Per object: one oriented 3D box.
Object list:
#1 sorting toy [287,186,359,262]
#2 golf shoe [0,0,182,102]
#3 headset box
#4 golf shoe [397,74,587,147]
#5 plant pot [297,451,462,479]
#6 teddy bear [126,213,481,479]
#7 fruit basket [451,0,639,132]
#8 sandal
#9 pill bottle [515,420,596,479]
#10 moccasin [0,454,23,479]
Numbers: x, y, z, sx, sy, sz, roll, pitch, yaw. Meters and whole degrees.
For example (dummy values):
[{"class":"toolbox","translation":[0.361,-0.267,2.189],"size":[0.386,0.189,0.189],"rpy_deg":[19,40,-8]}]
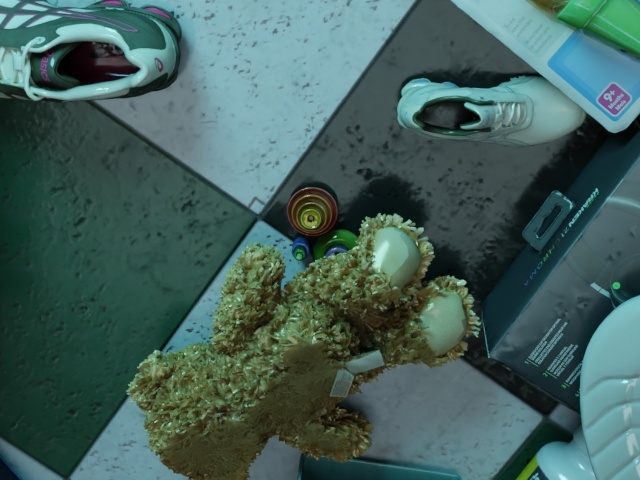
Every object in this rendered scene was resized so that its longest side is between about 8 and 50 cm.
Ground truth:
[{"class":"sorting toy","translation":[0.000,0.000,1.286],"size":[0.061,0.042,0.102],"rpy_deg":[-29,104,11]},{"class":"golf shoe","translation":[-0.264,-0.173,1.208],"size":[0.272,0.120,0.105],"rpy_deg":[-2,109,5]},{"class":"headset box","translation":[0.317,0.055,1.239],"size":[0.283,0.131,0.246],"rpy_deg":[32,107,-7]},{"class":"golf shoe","translation":[0.158,-0.111,1.221],"size":[0.176,0.086,0.069],"rpy_deg":[-2,105,2]},{"class":"plant pot","translation":[0.041,0.364,1.338],"size":[0.165,0.165,0.234],"rpy_deg":[9,115,0]},{"class":"teddy bear","translation":[-0.016,0.104,1.282],"size":[0.245,0.113,0.338],"rpy_deg":[31,114,-28]},{"class":"fruit basket","translation":[0.222,-0.318,1.115],"size":[0.353,0.165,0.327],"rpy_deg":[39,105,-5]},{"class":"sandal","translation":[0.358,0.235,1.177],"size":[0.169,0.102,0.416],"rpy_deg":[-26,92,27]},{"class":"pill bottle","translation":[0.236,0.265,1.322],"size":[0.103,0.103,0.184],"rpy_deg":[33,106,-7]},{"class":"moccasin","translation":[-0.371,0.257,1.345],"size":[0.342,0.117,0.138],"rpy_deg":[37,105,-8]}]
